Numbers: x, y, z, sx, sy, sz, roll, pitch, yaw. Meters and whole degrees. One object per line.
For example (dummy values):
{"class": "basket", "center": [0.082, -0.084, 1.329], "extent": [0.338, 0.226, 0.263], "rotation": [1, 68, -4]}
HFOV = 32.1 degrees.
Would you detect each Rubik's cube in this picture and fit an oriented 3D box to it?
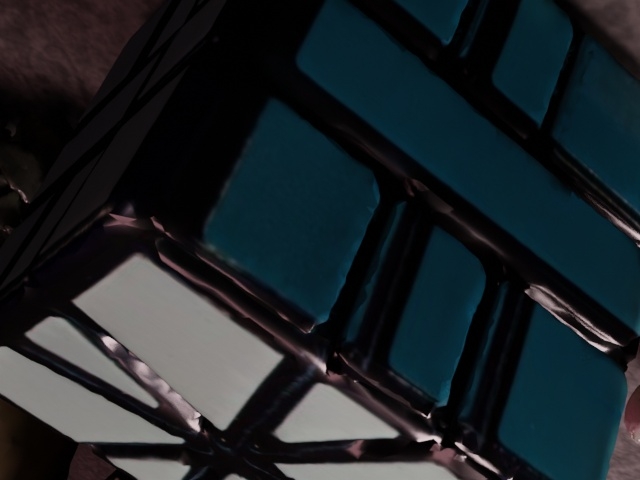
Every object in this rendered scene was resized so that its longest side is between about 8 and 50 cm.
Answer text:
{"class": "Rubik's cube", "center": [0.000, 0.000, 0.640], "extent": [0.288, 0.283, 0.293], "rotation": [39, 143, -20]}

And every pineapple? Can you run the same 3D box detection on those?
{"class": "pineapple", "center": [-0.250, -0.026, 0.894], "extent": [0.310, 0.170, 0.141], "rotation": [13, 159, 20]}

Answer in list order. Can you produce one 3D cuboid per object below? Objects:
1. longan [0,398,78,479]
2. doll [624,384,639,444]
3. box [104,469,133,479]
{"class": "longan", "center": [-0.479, 0.209, 1.171], "extent": [0.404, 0.436, 0.404], "rotation": [42, -176, -3]}
{"class": "doll", "center": [0.313, 0.119, 0.783], "extent": [0.149, 0.095, 0.192], "rotation": [36, 146, -29]}
{"class": "box", "center": [-0.207, 0.308, 1.128], "extent": [0.116, 0.264, 0.415], "rotation": [49, 120, 2]}
